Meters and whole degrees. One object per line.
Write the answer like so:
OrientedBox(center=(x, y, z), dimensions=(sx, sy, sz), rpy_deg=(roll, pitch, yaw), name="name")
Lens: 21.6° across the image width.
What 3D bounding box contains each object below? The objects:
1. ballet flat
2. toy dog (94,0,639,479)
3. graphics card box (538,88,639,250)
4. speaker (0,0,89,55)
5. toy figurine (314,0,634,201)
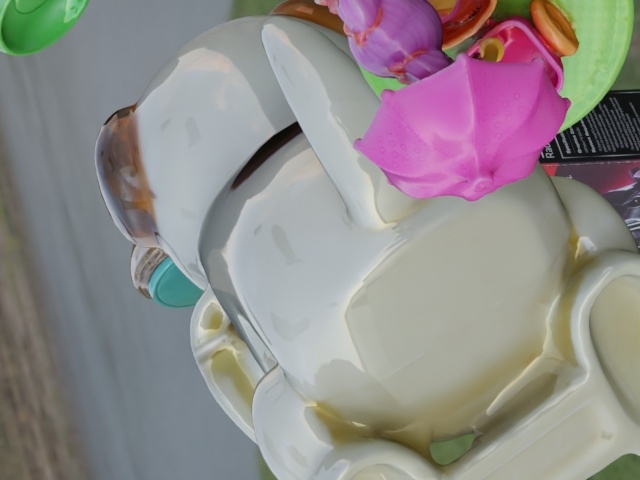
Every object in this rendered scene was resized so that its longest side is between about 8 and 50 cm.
OrientedBox(center=(-0.087, -0.006, 1.520), dimensions=(0.124, 0.116, 0.342), rpy_deg=(58, -158, 20), name="ballet flat")
OrientedBox(center=(0.000, 0.000, 1.097), dimensions=(0.395, 0.284, 0.408), rpy_deg=(47, 180, -35), name="toy dog")
OrientedBox(center=(0.302, -0.030, 1.514), dimensions=(0.233, 0.371, 0.094), rpy_deg=(105, 154, -47), name="graphics card box")
OrientedBox(center=(-0.331, -0.291, 1.459), dimensions=(0.296, 0.131, 0.131), rpy_deg=(43, 156, 20), name="speaker")
OrientedBox(center=(0.048, -0.086, 0.684), dimensions=(0.173, 0.130, 0.159), rpy_deg=(47, -156, -11), name="toy figurine")
